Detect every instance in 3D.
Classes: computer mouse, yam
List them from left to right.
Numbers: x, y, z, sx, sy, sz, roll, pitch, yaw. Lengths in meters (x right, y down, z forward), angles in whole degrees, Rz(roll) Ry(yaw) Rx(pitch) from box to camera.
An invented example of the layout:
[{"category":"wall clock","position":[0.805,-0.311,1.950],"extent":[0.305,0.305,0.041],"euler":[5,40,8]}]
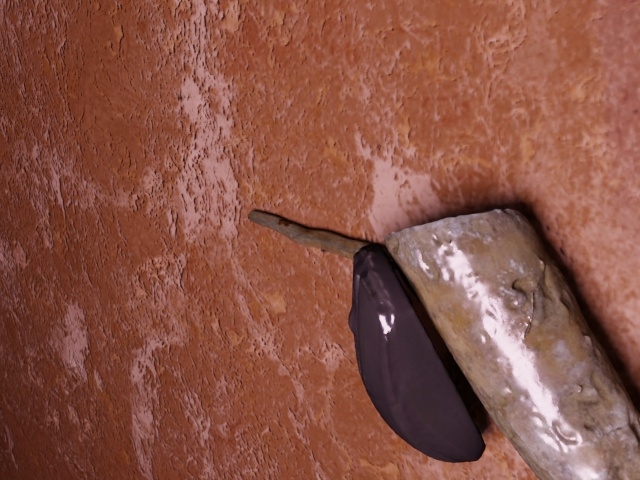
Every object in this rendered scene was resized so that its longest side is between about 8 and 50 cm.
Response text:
[{"category":"yam","position":[0.000,-0.001,0.798],"extent":[0.234,0.029,0.027],"euler":[17,90,35]},{"category":"computer mouse","position":[0.082,0.130,0.671],"extent":[0.086,0.137,0.270],"euler":[-27,114,3]},{"category":"yam","position":[0.190,0.106,0.589],"extent":[0.133,0.133,0.330],"euler":[-42,71,41]}]
